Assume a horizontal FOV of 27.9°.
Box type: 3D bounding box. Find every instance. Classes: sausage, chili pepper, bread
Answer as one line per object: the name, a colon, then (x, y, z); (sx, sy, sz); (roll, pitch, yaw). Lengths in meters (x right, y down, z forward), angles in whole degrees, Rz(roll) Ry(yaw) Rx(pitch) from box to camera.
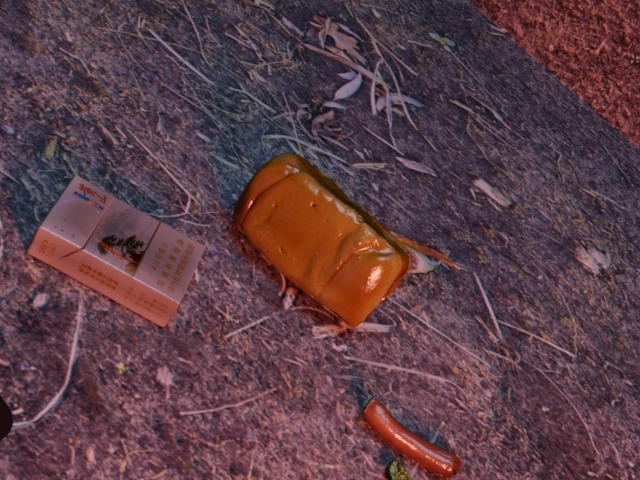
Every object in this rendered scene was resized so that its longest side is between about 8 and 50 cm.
sausage: (0.139, 0.306, 1.974); (0.176, 0.047, 0.040); (34, 18, -3)
chili pepper: (0.127, 0.365, 1.911); (0.091, 0.030, 0.034); (50, 11, 17)
bread: (0.000, 0.000, 2.126); (0.294, 0.167, 0.132); (43, 11, 13)

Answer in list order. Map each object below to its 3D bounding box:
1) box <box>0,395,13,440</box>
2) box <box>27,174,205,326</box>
box: (-0.510, 0.213, 1.447); (0.211, 0.058, 0.350); (61, 34, -9)
box: (-0.303, 0.014, 1.929); (0.233, 0.067, 0.149); (29, 34, -8)
